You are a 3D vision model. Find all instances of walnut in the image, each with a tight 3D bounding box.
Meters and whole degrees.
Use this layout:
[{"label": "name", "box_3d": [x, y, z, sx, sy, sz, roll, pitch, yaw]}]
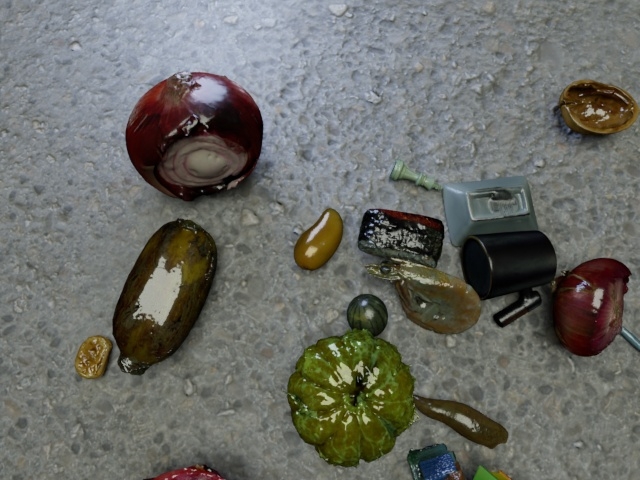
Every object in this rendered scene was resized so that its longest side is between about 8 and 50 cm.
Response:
[{"label": "walnut", "box_3d": [0.759, -0.354, 1.252, 0.211, 0.087, 0.167, 11, 71, 1]}]

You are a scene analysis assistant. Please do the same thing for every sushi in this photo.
[{"label": "sushi", "box_3d": [0.211, -0.003, 1.163, 0.224, 0.136, 0.127, 10, 81, -4]}]

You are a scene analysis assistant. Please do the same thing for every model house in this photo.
[{"label": "model house", "box_3d": [0.281, 0.559, 1.029, 0.119, 0.149, 0.149, -14, 76, -1]}]

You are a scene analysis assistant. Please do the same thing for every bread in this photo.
[{"label": "bread", "box_3d": [-0.585, 0.300, 1.155, 0.083, 0.044, 0.111, 13, 77, 7]}]

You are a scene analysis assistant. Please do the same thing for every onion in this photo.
[{"label": "onion", "box_3d": [0.654, 0.157, 1.089, 0.247, 0.161, 0.248, -6, 103, -25]}, {"label": "onion", "box_3d": [-0.310, -0.276, 1.154, 0.340, 0.341, 0.342, 0, 78, 1]}]

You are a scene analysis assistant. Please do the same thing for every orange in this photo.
[{"label": "orange", "box_3d": [0.069, 0.350, 1.044, 0.300, 0.223, 0.301, 44, 78, -2]}]

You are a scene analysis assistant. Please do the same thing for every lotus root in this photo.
[{"label": "lotus root", "box_3d": [-0.388, 0.135, 1.117, 0.195, 0.179, 0.398, 20, 78, 7]}]

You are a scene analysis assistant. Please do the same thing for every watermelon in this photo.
[{"label": "watermelon", "box_3d": [0.122, 0.201, 1.140, 0.105, 0.105, 0.133, -17, 115, -3]}]

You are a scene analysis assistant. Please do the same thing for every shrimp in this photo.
[{"label": "shrimp", "box_3d": [0.252, 0.141, 1.137, 0.317, 0.077, 0.168, 22, 111, 3]}]

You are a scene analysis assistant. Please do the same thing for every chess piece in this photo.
[{"label": "chess piece", "box_3d": [0.269, -0.172, 1.242, 0.149, 0.059, 0.059, 23, 79, -1]}]

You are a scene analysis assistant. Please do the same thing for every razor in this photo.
[{"label": "razor", "box_3d": [0.812, 0.267, 1.143, 0.068, 0.040, 0.135, -41, 75, -8]}]

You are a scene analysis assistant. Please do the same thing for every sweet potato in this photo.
[{"label": "sweet potato", "box_3d": [0.340, 0.437, 1.092, 0.243, 0.077, 0.077, 23, 79, 5]}]

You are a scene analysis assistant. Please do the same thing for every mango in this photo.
[{"label": "mango", "box_3d": [0.000, 0.000, 1.192, 0.102, 0.085, 0.184, 31, 70, 11]}]

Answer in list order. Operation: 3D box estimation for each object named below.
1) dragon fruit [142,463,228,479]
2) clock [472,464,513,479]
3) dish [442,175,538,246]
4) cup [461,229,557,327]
[{"label": "dragon fruit", "box_3d": [-0.267, 0.693, 0.966, 0.385, 0.249, 0.371, -7, 62, -4]}, {"label": "clock", "box_3d": [0.423, 0.642, 0.984, 0.255, 0.106, 0.220, 24, 90, -28]}, {"label": "dish", "box_3d": [0.466, -0.088, 1.204, 0.243, 0.080, 0.182, -7, 77, -1]}, {"label": "cup", "box_3d": [0.475, 0.085, 1.155, 0.176, 0.240, 0.166, -9, 36, -7]}]
